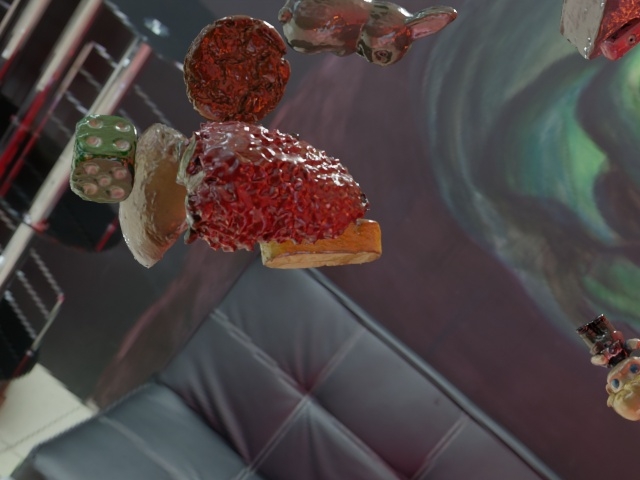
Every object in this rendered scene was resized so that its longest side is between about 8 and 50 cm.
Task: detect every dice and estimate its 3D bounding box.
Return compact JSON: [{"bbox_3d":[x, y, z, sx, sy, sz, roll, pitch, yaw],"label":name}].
[{"bbox_3d":[-0.417,-0.157,1.954,0.120,0.131,0.128,6,46,-13],"label":"dice"}]

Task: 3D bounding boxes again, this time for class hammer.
[{"bbox_3d":[0.491,-0.324,1.642,0.043,0.083,0.043,52,-7,9],"label":"hammer"}]

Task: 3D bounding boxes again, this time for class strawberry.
[{"bbox_3d":[-0.075,-0.108,1.604,0.306,0.138,0.233,-6,59,-7],"label":"strawberry"}]

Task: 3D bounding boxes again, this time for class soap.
[{"bbox_3d":[0.549,-0.469,1.668,0.107,0.296,0.285,57,-12,29],"label":"soap"}]

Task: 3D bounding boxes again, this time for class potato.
[{"bbox_3d":[-0.349,-0.096,2.129,0.189,0.264,0.211,39,-6,-13],"label":"potato"}]

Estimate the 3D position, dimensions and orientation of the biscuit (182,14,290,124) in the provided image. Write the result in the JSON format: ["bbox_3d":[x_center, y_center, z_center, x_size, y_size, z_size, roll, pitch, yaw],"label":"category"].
[{"bbox_3d":[-0.159,-0.328,1.981,0.226,0.226,0.042,28,-1,-25],"label":"biscuit"}]

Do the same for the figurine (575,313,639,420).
[{"bbox_3d":[0.536,0.221,1.794,0.196,0.114,0.108,59,-3,11],"label":"figurine"}]

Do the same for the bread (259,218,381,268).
[{"bbox_3d":[0.000,0.000,2.003,0.245,0.094,0.102,-3,-11,-11],"label":"bread"}]

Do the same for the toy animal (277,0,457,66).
[{"bbox_3d":[0.070,-0.313,1.497,0.251,0.125,0.127,12,55,13],"label":"toy animal"}]
